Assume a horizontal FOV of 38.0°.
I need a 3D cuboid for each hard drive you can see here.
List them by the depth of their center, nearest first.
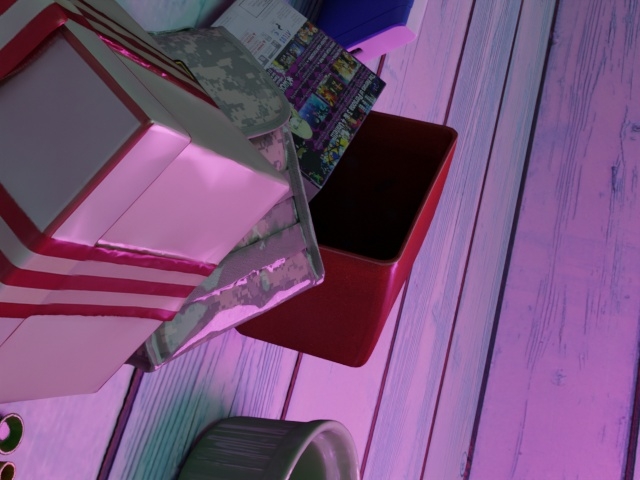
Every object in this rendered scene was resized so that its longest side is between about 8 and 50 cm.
[{"bbox_3d":[0.088,-0.387,1.322,0.040,0.210,0.319,34,60,-31],"label":"hard drive"}]

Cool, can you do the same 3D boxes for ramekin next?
[{"bbox_3d":[-0.072,0.367,1.176,0.303,0.148,0.303,6,90,-66],"label":"ramekin"}]

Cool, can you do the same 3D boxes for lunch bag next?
[{"bbox_3d":[-0.143,-0.057,0.870,0.235,0.169,0.287,-24,106,-46],"label":"lunch bag"}]

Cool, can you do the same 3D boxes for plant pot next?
[{"bbox_3d":[0.000,0.000,1.162,0.267,0.267,0.236,-60,158,-44],"label":"plant pot"}]

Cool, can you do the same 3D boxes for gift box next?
[{"bbox_3d":[-0.220,-0.054,0.585,0.255,0.276,0.258,-50,164,7],"label":"gift box"}]

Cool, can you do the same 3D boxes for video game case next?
[{"bbox_3d":[-0.047,-0.179,1.082,0.042,0.210,0.232,-47,-170,45],"label":"video game case"}]

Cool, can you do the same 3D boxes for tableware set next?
[{"bbox_3d":[-0.301,0.180,0.764,0.154,0.024,0.104,40,58,-62],"label":"tableware set"}]
